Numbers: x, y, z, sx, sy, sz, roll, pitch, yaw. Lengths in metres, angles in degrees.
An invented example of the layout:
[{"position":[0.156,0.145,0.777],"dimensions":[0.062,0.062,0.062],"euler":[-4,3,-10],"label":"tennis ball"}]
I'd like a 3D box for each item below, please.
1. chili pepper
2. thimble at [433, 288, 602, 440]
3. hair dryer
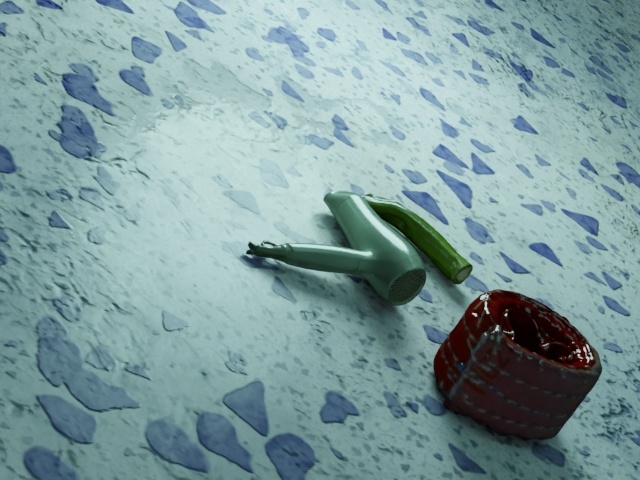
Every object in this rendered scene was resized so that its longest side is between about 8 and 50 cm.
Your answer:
[{"position":[0.129,-0.013,1.801],"dimensions":[0.201,0.050,0.052],"euler":[37,-7,10],"label":"chili pepper"},{"position":[0.243,0.154,1.585],"dimensions":[0.189,0.125,0.163],"euler":[19,30,-24],"label":"thimble"},{"position":[0.000,0.000,1.654],"dimensions":[0.237,0.075,0.206],"euler":[0,36,-33],"label":"hair dryer"}]
